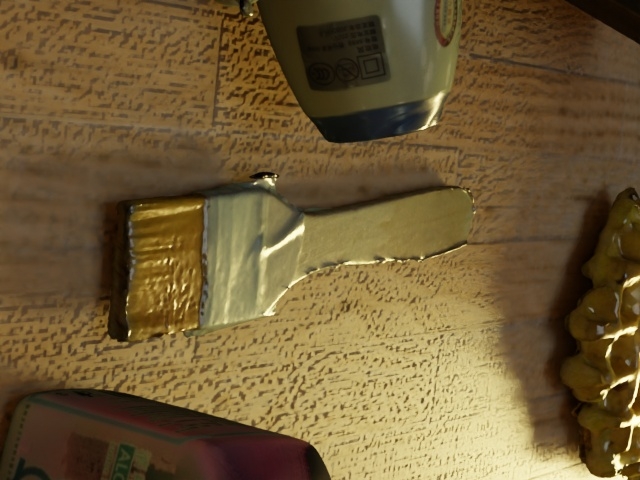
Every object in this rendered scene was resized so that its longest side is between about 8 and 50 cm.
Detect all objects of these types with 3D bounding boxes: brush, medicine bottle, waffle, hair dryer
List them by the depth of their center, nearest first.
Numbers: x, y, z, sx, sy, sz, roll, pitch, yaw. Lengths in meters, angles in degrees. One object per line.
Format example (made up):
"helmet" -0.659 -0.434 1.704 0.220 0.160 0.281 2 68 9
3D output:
"medicine bottle" -0.054 0.139 0.626 0.094 0.188 0.119 12 88 -54
"hair dryer" -0.008 -0.208 0.648 0.298 0.119 0.296 28 56 -74
"brush" 0.000 0.000 0.813 0.336 0.020 0.085 -8 103 -54
"waffle" 0.274 0.065 1.172 0.291 0.051 0.291 -21 116 -51

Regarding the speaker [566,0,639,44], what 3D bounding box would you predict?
"speaker" 0.240 -0.210 0.925 0.231 0.192 0.153 2 121 -53
